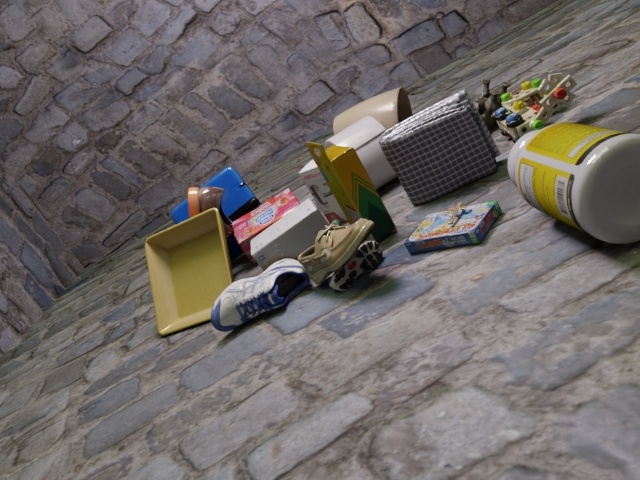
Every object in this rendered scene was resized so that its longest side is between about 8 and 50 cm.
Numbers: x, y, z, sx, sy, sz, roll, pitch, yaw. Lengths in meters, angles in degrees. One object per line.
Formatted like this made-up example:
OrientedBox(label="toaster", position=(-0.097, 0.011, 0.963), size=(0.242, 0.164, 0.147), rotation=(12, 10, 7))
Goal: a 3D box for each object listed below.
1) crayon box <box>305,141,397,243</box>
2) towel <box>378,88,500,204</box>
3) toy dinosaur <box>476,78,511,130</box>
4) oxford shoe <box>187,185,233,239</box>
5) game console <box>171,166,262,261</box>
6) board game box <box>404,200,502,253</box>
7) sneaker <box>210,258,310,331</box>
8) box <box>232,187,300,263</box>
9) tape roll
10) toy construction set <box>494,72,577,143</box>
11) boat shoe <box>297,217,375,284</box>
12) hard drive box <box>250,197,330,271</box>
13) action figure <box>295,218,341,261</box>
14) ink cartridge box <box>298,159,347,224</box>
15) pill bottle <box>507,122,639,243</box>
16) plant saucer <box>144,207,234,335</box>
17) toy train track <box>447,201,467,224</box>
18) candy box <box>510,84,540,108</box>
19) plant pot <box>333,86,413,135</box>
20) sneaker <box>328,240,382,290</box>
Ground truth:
OrientedBox(label="crayon box", position=(0.083, -0.157, 1.619), size=(0.081, 0.318, 0.202), rotation=(-33, 18, -6))
OrientedBox(label="towel", position=(0.338, -0.252, 1.613), size=(0.284, 0.235, 0.121), rotation=(-24, 22, 24))
OrientedBox(label="toy dinosaur", position=(0.577, -0.441, 1.933), size=(0.121, 0.160, 0.313), rotation=(6, 46, 23))
OrientedBox(label="oxford shoe", position=(-0.363, -0.007, 1.949), size=(0.133, 0.363, 0.130), rotation=(-6, 23, -4))
OrientedBox(label="game console", position=(-0.349, -0.082, 2.101), size=(0.293, 0.250, 0.173), rotation=(-37, -9, 4))
OrientedBox(label="board game box", position=(0.316, -0.030, 1.367), size=(0.201, 0.035, 0.136), rotation=(-12, 26, 46))
OrientedBox(label="sneaker", position=(-0.162, 0.147, 1.536), size=(0.296, 0.111, 0.131), rotation=(-36, 19, -13))
OrientedBox(label="box", position=(-0.174, -0.051, 2.012), size=(0.257, 0.122, 0.128), rotation=(-31, 43, -3))
OrientedBox(label="tape roll", position=(0.150, -0.289, 1.995), size=(0.169, 0.246, 0.246), rotation=(-34, 18, -8))
OrientedBox(label="toy construction set", position=(0.634, -0.391, 1.682), size=(0.215, 0.151, 0.327), rotation=(-28, 7, 9))
OrientedBox(label="boat shoe", position=(0.028, 0.014, 1.414), size=(0.109, 0.098, 0.302), rotation=(-47, 2, -33))
OrientedBox(label="hard drive box", position=(-0.091, -0.013, 1.700), size=(0.232, 0.089, 0.181), rotation=(-36, 16, 3))
OrientedBox(label="action figure", position=(0.000, 0.000, 1.764), size=(0.137, 0.063, 0.232), rotation=(-19, 17, 41))
OrientedBox(label="ink cartridge box", position=(0.054, -0.173, 1.878), size=(0.159, 0.217, 0.092), rotation=(-13, 25, 44))
OrientedBox(label="pill bottle", position=(0.494, -0.125, 1.086), size=(0.188, 0.188, 0.334), rotation=(-30, 18, 3))
OrientedBox(label="plant saucer", position=(-0.399, 0.105, 1.816), size=(0.333, 0.332, 0.081), rotation=(-21, -15, 28))
OrientedBox(label="toy train track", position=(0.323, -0.062, 1.360), size=(0.048, 0.014, 0.083), rotation=(-5, 35, 39))
OrientedBox(label="candy box", position=(0.700, -0.478, 1.941), size=(0.109, 0.053, 0.186), rotation=(-20, 19, 33))
OrientedBox(label="plant pot", position=(0.198, -0.438, 2.193), size=(0.274, 0.256, 0.256), rotation=(-4, 27, 22))
OrientedBox(label="sneaker", position=(0.084, 0.060, 1.452), size=(0.170, 0.068, 0.071), rotation=(-37, 13, -17))
